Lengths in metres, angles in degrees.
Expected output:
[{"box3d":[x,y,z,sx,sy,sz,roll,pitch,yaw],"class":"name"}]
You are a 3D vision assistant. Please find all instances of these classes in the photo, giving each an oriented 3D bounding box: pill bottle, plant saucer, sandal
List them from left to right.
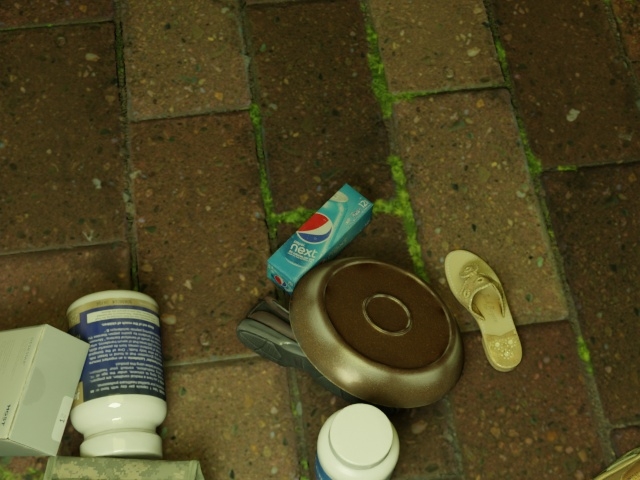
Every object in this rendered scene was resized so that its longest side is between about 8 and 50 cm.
[{"box3d":[-0.322,0.225,1.613,0.153,0.153,0.264,-7,63,-6],"class":"pill bottle"},{"box3d":[0.055,0.322,1.540,0.124,0.221,0.124,1,63,-2],"class":"pill bottle"},{"box3d":[0.102,0.133,1.665,0.311,0.050,0.310,14,43,-14],"class":"plant saucer"},{"box3d":[0.288,0.102,1.740,0.088,0.079,0.240,-16,65,-10],"class":"sandal"}]

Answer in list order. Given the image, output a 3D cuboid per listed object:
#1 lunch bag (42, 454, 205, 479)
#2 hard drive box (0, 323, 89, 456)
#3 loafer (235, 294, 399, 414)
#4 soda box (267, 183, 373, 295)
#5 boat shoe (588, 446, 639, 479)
[{"box3d":[-0.298,0.465,1.449,0.235,0.169,0.287,1,51,8],"class":"lunch bag"},{"box3d":[-0.482,0.235,1.564,0.232,0.089,0.181,-10,57,41],"class":"hard drive box"},{"box3d":[0.010,0.181,1.679,0.303,0.109,0.095,25,60,13],"class":"loafer"},{"box3d":[0.000,0.000,1.786,0.067,0.071,0.210,38,68,16],"class":"soda box"},{"box3d":[0.438,0.413,1.582,0.285,0.089,0.104,-39,71,-19],"class":"boat shoe"}]
